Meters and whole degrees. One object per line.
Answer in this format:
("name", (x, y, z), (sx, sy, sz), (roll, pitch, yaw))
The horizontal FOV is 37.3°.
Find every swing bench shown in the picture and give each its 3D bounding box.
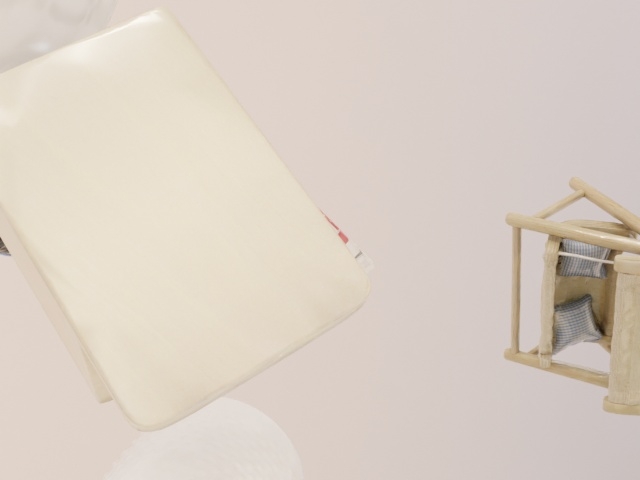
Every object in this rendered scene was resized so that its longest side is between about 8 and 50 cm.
("swing bench", (0.399, 0.083, 1.303), (0.165, 0.254, 0.253), (-28, -53, -30))

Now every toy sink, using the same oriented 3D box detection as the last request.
("toy sink", (-0.099, 0.003, 0.580), (0.152, 0.234, 0.131), (-30, -20, -20))

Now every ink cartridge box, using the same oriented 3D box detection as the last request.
("ink cartridge box", (0.000, 0.000, 1.188), (0.056, 0.099, 0.135), (-45, -30, 1))

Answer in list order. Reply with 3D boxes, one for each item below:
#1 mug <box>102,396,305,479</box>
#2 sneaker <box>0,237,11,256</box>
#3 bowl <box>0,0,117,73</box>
("mug", (-0.222, 0.436, 1.325), (0.374, 0.276, 0.328), (-45, 0, 18))
("sneaker", (-0.296, -0.069, 0.963), (0.078, 0.067, 0.188), (-1, -65, -61))
("bowl", (-0.318, -0.258, 0.769), (0.134, 0.297, 0.298), (-26, -54, -71))
